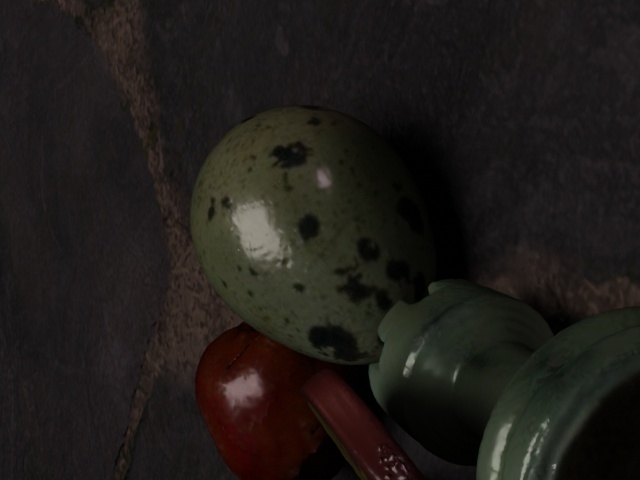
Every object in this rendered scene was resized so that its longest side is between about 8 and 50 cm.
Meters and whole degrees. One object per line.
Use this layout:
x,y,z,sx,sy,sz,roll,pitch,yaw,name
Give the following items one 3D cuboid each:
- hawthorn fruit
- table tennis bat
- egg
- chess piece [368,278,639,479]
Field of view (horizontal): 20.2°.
-0.028,0.141,1.466,0.148,0.148,0.172,-3,97,59,hawthorn fruit
0.073,0.196,1.199,0.268,0.051,0.414,54,176,1,table tennis bat
0.000,0.000,1.375,0.228,0.177,0.177,52,136,25,egg
0.142,0.112,1.150,0.299,0.194,0.195,-151,63,-65,chess piece
